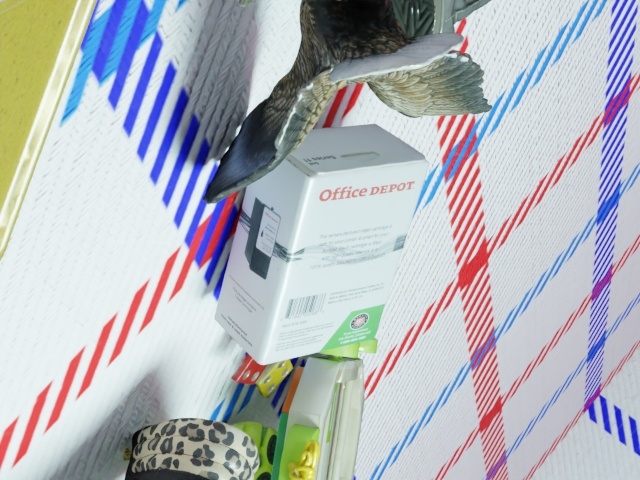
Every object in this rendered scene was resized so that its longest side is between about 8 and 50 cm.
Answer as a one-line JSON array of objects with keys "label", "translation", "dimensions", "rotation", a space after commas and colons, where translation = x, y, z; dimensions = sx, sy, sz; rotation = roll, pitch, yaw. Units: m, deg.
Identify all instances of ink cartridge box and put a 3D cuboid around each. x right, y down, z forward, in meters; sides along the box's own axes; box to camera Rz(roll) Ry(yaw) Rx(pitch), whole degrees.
[{"label": "ink cartridge box", "translation": [0.000, 0.000, 1.346], "dimensions": [0.153, 0.087, 0.208], "rotation": [-8, 126, -39]}]

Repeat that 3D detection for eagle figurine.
[{"label": "eagle figurine", "translation": [0.016, -0.143, 1.117], "dimensions": [0.298, 0.226, 0.225], "rotation": [86, 25, -51]}]

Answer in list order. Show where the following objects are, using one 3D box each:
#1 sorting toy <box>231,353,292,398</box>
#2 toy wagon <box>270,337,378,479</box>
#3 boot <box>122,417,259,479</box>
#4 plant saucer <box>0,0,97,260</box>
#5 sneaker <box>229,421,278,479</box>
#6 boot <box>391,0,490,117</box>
[{"label": "sorting toy", "translation": [-0.014, 0.044, 1.502], "dimensions": [0.274, 0.046, 0.132], "rotation": [-57, 157, 7]}, {"label": "toy wagon", "translation": [-0.003, 0.239, 1.614], "dimensions": [0.344, 0.068, 0.267], "rotation": [14, 84, -77]}, {"label": "boot", "translation": [-0.191, 0.346, 1.410], "dimensions": [0.377, 0.138, 0.284], "rotation": [-43, -155, 58]}, {"label": "plant saucer", "translation": [-0.218, -0.054, 0.762], "dimensions": [0.333, 0.081, 0.332], "rotation": [-62, 177, -65]}, {"label": "sneaker", "translation": [-0.148, 0.331, 1.623], "dimensions": [0.295, 0.109, 0.123], "rotation": [-57, -173, -3]}, {"label": "boot", "translation": [0.147, -0.238, 1.393], "dimensions": [0.208, 0.076, 0.189], "rotation": [-45, 159, -36]}]
